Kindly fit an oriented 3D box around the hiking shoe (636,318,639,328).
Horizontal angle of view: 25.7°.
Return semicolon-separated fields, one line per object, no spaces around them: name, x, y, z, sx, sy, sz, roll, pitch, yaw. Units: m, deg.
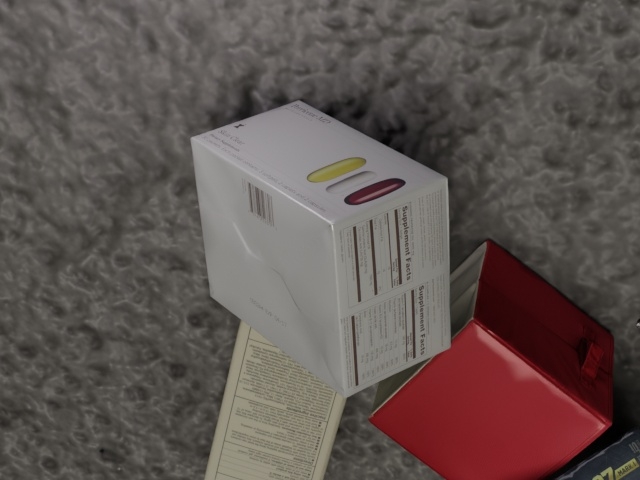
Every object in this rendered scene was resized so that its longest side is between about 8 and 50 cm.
hiking shoe;0.456;0.157;1.600;0.114;0.086;0.227;-23;108;37

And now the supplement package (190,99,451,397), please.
supplement package;0.000;0.000;1.470;0.262;0.145;0.204;32;135;47

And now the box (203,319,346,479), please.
box;-0.043;0.195;1.683;0.148;0.121;0.311;17;121;1

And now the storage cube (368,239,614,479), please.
storage cube;0.195;0.151;1.577;0.193;0.184;0.215;37;120;-9

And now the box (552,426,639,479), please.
box;0.297;0.291;1.591;0.183;0.233;0.059;-35;73;3
